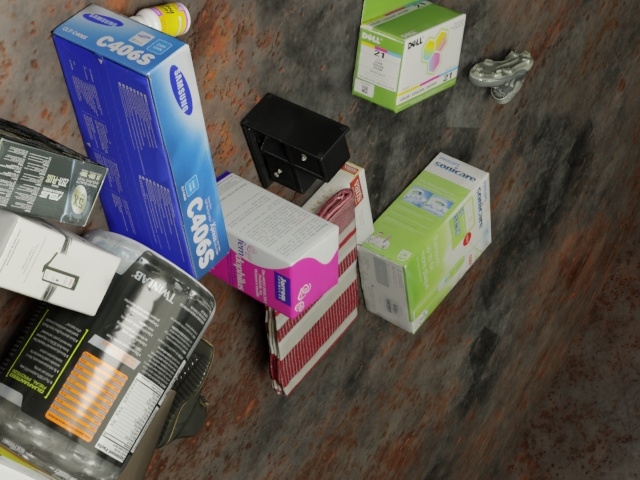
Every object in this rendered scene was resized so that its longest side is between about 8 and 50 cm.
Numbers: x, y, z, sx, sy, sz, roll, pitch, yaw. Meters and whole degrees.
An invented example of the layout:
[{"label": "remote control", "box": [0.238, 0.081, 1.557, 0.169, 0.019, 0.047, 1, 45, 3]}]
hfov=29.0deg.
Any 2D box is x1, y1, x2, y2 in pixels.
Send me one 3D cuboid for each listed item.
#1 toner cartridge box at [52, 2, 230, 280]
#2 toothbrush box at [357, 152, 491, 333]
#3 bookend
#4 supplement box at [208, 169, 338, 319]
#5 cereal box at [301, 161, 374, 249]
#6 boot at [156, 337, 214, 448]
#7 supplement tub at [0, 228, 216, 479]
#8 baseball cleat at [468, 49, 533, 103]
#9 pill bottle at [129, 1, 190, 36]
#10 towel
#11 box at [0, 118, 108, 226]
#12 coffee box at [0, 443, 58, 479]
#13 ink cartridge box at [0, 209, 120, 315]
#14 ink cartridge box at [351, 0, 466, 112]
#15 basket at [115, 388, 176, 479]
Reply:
[{"label": "toner cartridge box", "box": [-0.220, -0.117, 1.573, 0.075, 0.165, 0.347, -45, 146, -32]}, {"label": "toothbrush box", "box": [0.205, 0.004, 2.394, 0.283, 0.122, 0.206, -47, 147, -30]}, {"label": "bookend", "box": [-0.025, -0.125, 1.886, 0.072, 0.156, 0.157, -50, 149, -24]}, {"label": "supplement box", "box": [-0.089, 0.004, 1.819, 0.114, 0.220, 0.111, -39, 142, -38]}, {"label": "cereal box", "box": [0.000, 0.000, 2.135, 0.240, 0.047, 0.173, -47, 148, -26]}, {"label": "boot", "box": [-0.207, 0.238, 1.982, 0.198, 0.077, 0.137, -56, 157, 14]}, {"label": "supplement tub", "box": [-0.301, 0.172, 1.611, 0.338, 0.207, 0.207, -59, 151, -14]}, {"label": "baseball cleat", "box": [0.351, -0.309, 2.432, 0.206, 0.072, 0.109, -23, 138, -44]}, {"label": "pill bottle", "box": [-0.209, -0.278, 1.585, 0.083, 0.043, 0.043, -26, 134, -48]}, {"label": "towel", "box": [-0.014, 0.093, 2.105, 0.237, 0.037, 0.329, -45, 150, -32]}, {"label": "box", "box": [-0.357, -0.088, 1.393, 0.180, 0.147, 0.077, 15, 99, -61]}, {"label": "coffee box", "box": [-0.497, 0.326, 1.304, 0.338, 0.334, 0.337, -59, 149, -13]}, {"label": "ink cartridge box", "box": [-0.359, 0.009, 1.466, 0.086, 0.148, 0.203, -65, 152, -2]}, {"label": "ink cartridge box", "box": [0.155, -0.365, 2.045, 0.189, 0.097, 0.255, -30, 138, -44]}, {"label": "basket", "box": [-0.312, 0.290, 1.769, 0.204, 0.154, 0.226, 37, 77, -51]}]
